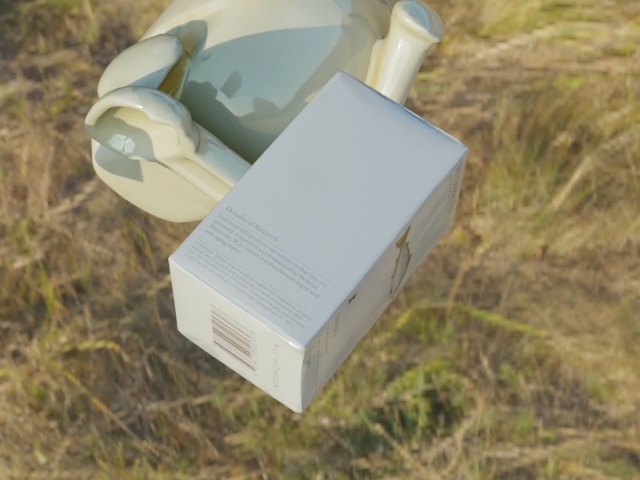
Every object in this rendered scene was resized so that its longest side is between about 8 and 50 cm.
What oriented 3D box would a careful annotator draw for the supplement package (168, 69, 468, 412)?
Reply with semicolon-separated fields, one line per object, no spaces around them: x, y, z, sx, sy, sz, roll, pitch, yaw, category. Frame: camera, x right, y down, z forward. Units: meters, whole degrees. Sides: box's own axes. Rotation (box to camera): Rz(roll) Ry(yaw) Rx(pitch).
0.000;0.000;0.938;0.105;0.105;0.179;33;65;16;supplement package

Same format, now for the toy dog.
-0.039;-0.205;1.483;0.284;0.395;0.408;33;72;-17;toy dog
